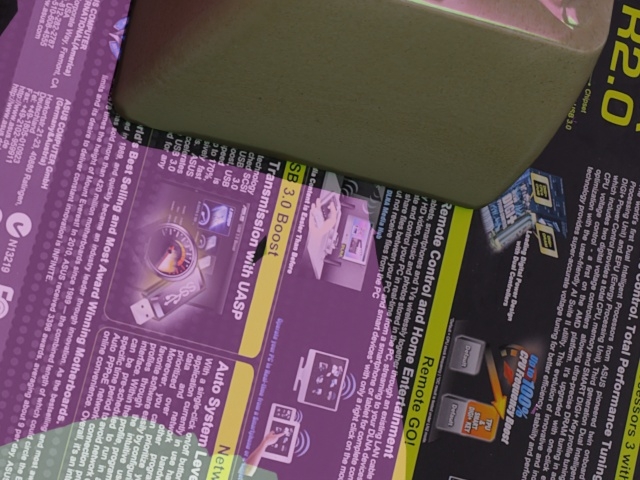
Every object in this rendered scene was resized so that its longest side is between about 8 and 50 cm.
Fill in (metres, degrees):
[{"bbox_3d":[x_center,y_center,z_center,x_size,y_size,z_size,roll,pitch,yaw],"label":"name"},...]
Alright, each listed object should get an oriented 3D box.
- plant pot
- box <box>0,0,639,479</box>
[{"bbox_3d":[0.021,-0.077,0.358,0.109,0.096,0.109,14,80,-16],"label":"plant pot"},{"bbox_3d":[0.000,0.000,0.427,0.216,0.060,0.270,16,80,-15],"label":"box"}]
